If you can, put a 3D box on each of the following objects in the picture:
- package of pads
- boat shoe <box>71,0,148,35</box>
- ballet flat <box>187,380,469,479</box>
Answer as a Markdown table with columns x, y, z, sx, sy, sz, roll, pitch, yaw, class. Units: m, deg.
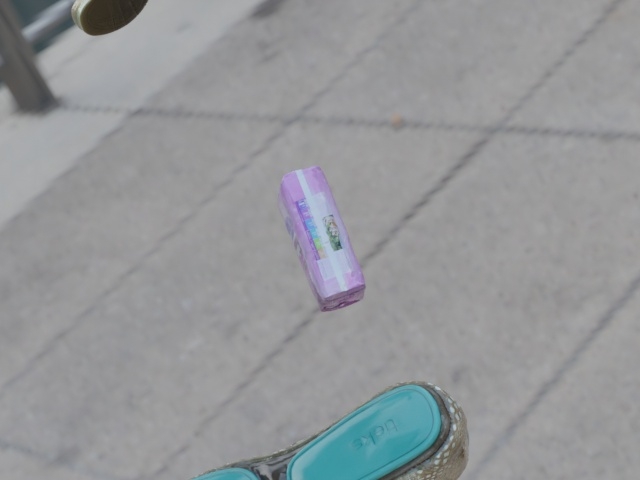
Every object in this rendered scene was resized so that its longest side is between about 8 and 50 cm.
| x | y | z | sx | sy | sz | roll | pitch | yaw | class |
| --- | --- | --- | --- | --- | --- | --- | --- | --- | --- |
| 0.000 | 0.000 | 1.103 | 0.032 | 0.083 | 0.050 | -20 | -12 | -6 | package of pads |
| -0.170 | -0.222 | 1.541 | 0.045 | 0.050 | 0.135 | 19 | 48 | 31 | boat shoe |
| -0.012 | 0.141 | 0.930 | 0.206 | 0.067 | 0.073 | -25 | 55 | 15 | ballet flat |
